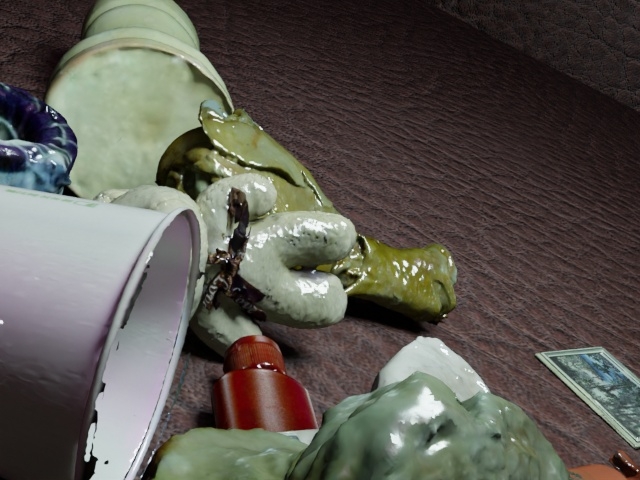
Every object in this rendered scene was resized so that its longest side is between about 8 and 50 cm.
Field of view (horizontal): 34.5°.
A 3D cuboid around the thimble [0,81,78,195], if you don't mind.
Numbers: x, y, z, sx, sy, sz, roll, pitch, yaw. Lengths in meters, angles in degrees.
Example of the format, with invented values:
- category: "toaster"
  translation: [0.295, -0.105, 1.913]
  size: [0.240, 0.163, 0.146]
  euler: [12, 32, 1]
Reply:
- category: "thimble"
  translation: [-0.371, -0.079, 1.080]
  size: [0.237, 0.150, 0.237]
  euler: [20, 24, -9]

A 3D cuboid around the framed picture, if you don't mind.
- category: "framed picture"
  translation: [0.379, 0.193, 1.316]
  size: [0.142, 0.011, 0.183]
  euler: [1, 33, -39]

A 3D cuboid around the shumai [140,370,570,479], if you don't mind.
- category: "shumai"
  translation: [0.003, 0.232, 0.690]
  size: [0.263, 0.309, 0.304]
  euler: [12, -22, 46]

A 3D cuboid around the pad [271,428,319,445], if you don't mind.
- category: "pad"
  translation: [0.060, 0.262, 0.808]
  size: [0.159, 0.009, 0.265]
  euler: [4, 51, -39]

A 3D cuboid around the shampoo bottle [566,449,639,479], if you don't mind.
- category: "shampoo bottle"
  translation: [0.249, 0.258, 0.997]
  size: [0.244, 0.085, 0.085]
  euler: [-1, 33, -43]

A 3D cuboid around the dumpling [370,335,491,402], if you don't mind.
- category: "dumpling"
  translation: [0.117, 0.183, 1.021]
  size: [0.150, 0.092, 0.176]
  euler: [21, 24, 0]

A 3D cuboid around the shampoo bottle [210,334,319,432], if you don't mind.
- category: "shampoo bottle"
  translation: [-0.045, 0.181, 0.924]
  size: [0.102, 0.064, 0.260]
  euler: [14, 26, -20]

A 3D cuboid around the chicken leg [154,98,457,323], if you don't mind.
- category: "chicken leg"
  translation: [0.000, 0.000, 1.214]
  size: [0.429, 0.201, 0.152]
  euler: [23, -20, -24]

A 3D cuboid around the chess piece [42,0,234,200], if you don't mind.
- category: "chess piece"
  translation: [-0.241, -0.209, 1.392]
  size: [0.234, 0.234, 0.442]
  euler: [15, 21, -16]

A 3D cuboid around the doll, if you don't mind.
- category: "doll"
  translation: [-0.092, 0.022, 1.037]
  size: [0.278, 0.149, 0.175]
  euler: [1, 70, -21]

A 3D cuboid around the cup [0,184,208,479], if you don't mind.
- category: "cup"
  translation: [-0.253, 0.065, 0.804]
  size: [0.273, 0.253, 0.253]
  euler: [15, 24, 4]
